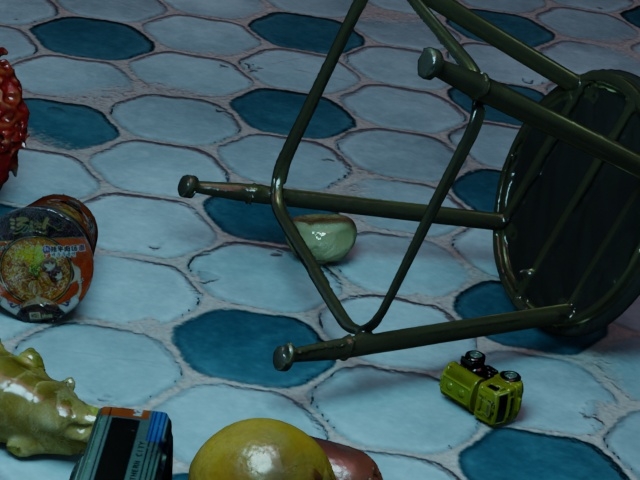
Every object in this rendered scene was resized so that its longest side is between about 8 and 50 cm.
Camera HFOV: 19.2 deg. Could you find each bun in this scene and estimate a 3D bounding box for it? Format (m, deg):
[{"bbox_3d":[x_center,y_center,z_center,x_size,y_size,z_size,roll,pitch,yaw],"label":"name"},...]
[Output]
[{"bbox_3d":[0.000,0.000,2.206,0.086,0.055,0.086,2,13,-1],"label":"bun"}]

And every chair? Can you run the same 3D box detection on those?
[{"bbox_3d":[0.142,-0.073,2.019,0.410,0.364,0.362,13,26,-30],"label":"chair"}]

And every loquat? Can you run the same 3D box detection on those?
[{"bbox_3d":[-0.050,0.226,1.641,0.141,0.141,0.141,8,26,-4],"label":"loquat"}]

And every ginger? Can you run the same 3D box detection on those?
[{"bbox_3d":[-0.295,0.147,1.770,0.205,0.081,0.115,7,37,-5],"label":"ginger"}]

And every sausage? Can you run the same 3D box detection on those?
[{"bbox_3d":[-0.007,0.217,1.740,0.141,0.076,0.076,15,26,11],"label":"sausage"}]

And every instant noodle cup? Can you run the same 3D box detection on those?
[{"bbox_3d":[-0.292,0.007,2.027,0.127,0.127,0.136,10,16,1],"label":"instant noodle cup"}]

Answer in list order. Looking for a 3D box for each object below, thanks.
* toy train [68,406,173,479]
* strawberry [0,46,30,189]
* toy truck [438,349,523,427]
[{"bbox_3d":[-0.187,0.276,1.542,0.089,0.086,0.409,9,26,0],"label":"toy train"},{"bbox_3d":[-0.460,-0.132,2.142,0.244,0.205,0.205,0,25,-46],"label":"strawberry"},{"bbox_3d":[0.169,0.155,1.951,0.054,0.049,0.083,-18,36,-41],"label":"toy truck"}]
